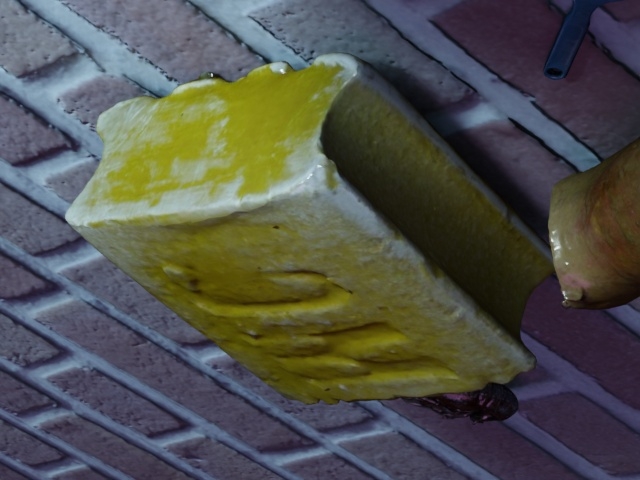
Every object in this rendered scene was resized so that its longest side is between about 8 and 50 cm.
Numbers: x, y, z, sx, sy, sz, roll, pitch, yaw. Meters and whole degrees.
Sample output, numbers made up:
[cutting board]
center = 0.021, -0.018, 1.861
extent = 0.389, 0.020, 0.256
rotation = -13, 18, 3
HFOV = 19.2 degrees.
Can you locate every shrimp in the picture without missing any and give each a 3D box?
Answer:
[shrimp]
center = 0.121, 0.147, 1.907
extent = 0.165, 0.057, 0.065
rotation = 16, 158, 3

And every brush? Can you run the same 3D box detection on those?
[brush]
center = 0.188, -0.162, 1.369
extent = 0.051, 0.014, 0.164
rotation = 15, 152, 0

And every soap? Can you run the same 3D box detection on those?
[soap]
center = 0.000, 0.000, 1.604
extent = 0.293, 0.156, 0.335
rotation = -4, 146, 38

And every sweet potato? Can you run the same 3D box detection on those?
[sweet potato]
center = 0.298, -0.048, 1.411
extent = 0.131, 0.131, 0.336
rotation = 26, 148, -21
